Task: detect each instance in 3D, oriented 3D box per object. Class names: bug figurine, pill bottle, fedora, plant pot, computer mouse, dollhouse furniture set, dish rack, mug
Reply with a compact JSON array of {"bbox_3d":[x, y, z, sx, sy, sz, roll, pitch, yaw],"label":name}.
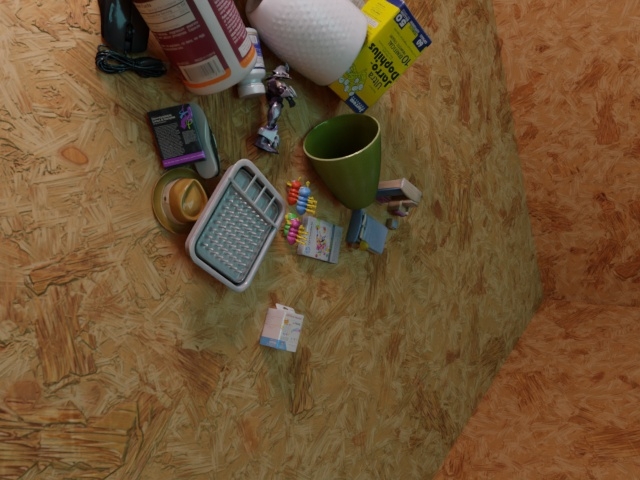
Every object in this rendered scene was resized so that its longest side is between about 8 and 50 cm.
[{"bbox_3d":[-0.079,-0.097,1.494,0.072,0.279,0.216,8,101,-13],"label":"bug figurine"},{"bbox_3d":[-0.230,-0.540,1.394,0.112,0.112,0.186,-21,106,-43],"label":"pill bottle"},{"bbox_3d":[-0.373,-0.112,1.276,0.194,0.079,0.194,1,89,-45],"label":"fedora"},{"bbox_3d":[0.109,-0.262,1.660,0.274,0.275,0.293,-54,142,-30],"label":"plant pot"},{"bbox_3d":[-0.488,-0.566,1.161,0.188,0.072,0.272,-12,99,-44],"label":"computer mouse"},{"bbox_3d":[-0.336,-0.591,1.136,0.224,0.224,0.392,-59,144,-27],"label":"pill bottle"},{"bbox_3d":[0.291,-0.062,1.862,0.286,0.198,0.303,28,71,-42],"label":"dollhouse furniture set"},{"bbox_3d":[-0.249,-0.042,1.331,0.285,0.072,0.332,50,58,-51],"label":"dish rack"},{"bbox_3d":[-0.040,-0.746,1.450,0.328,0.276,0.374,21,94,-37],"label":"mug"}]

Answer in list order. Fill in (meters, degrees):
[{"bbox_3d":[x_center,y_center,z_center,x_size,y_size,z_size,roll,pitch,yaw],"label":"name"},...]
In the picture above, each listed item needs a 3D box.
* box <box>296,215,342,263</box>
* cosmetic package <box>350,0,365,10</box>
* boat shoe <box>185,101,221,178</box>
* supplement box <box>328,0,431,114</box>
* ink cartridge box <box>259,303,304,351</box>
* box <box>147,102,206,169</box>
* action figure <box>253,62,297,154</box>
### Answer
[{"bbox_3d":[0.000,0.000,1.682,0.186,0.038,0.145,18,77,-43],"label":"box"},{"bbox_3d":[0.048,-0.865,1.660,0.296,0.129,0.153,40,64,-39],"label":"cosmetic package"},{"bbox_3d":[-0.345,-0.287,1.315,0.070,0.078,0.219,-59,137,-75],"label":"boat shoe"},{"bbox_3d":[0.176,-0.661,1.617,0.356,0.195,0.194,-45,133,15],"label":"supplement box"},{"bbox_3d":[-0.127,0.290,1.518,0.092,0.090,0.143,24,74,-43],"label":"ink cartridge box"},{"bbox_3d":[-0.394,-0.286,1.248,0.116,0.029,0.162,-17,101,-15],"label":"box"},{"bbox_3d":[-0.143,-0.426,1.454,0.099,0.185,0.285,11,98,-17],"label":"action figure"}]
